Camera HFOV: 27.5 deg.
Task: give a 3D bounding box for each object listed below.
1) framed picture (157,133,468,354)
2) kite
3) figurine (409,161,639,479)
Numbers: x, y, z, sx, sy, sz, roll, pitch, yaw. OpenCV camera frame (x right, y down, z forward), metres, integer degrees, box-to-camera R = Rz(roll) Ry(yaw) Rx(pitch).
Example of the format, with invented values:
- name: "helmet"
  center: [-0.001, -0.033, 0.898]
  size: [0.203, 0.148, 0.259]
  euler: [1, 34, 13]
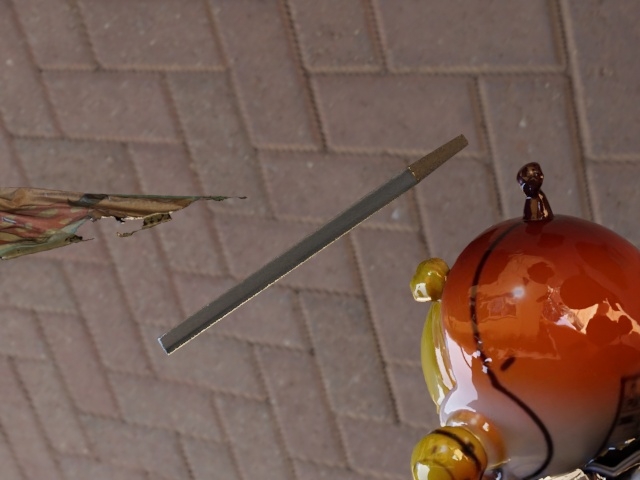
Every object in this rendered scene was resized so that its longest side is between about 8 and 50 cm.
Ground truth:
- name: "framed picture"
  center: [0.000, -0.001, 1.113]
  size: [0.265, 0.192, 0.018]
  euler: [-35, 89, 22]
- name: "kite"
  center: [-0.235, 0.016, 0.578]
  size: [0.406, 0.368, 0.014]
  euler: [-15, 108, -11]
- name: "figurine"
  center: [0.204, 0.113, 1.045]
  size: [0.323, 0.320, 0.196]
  euler: [60, 139, 21]
